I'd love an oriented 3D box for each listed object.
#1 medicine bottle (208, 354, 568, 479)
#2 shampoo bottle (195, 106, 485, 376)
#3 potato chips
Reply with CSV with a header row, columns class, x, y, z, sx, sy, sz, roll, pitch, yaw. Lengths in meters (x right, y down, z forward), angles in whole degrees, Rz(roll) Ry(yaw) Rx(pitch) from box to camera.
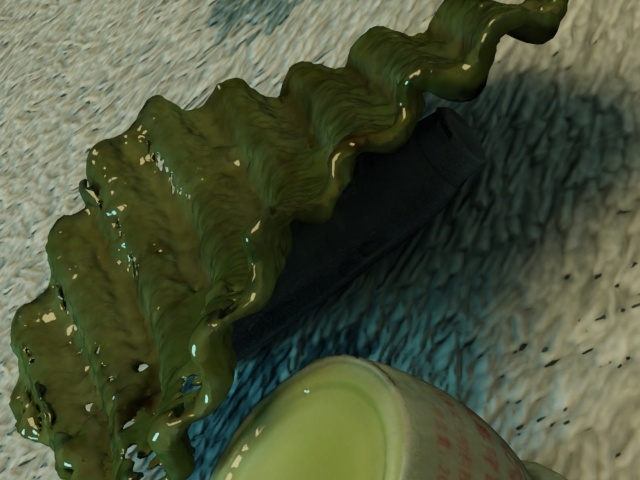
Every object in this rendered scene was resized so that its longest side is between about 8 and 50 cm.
class,x,y,z,sx,sy,sz,roll,pitch,yaw
medicine bottle,0.036,0.142,0.660,0.147,0.143,0.147,-34,37,32
shampoo bottle,0.000,0.000,0.916,0.233,0.049,0.087,-37,30,21
potato chips,-0.048,-0.021,0.833,0.373,0.097,0.389,-51,21,-18
